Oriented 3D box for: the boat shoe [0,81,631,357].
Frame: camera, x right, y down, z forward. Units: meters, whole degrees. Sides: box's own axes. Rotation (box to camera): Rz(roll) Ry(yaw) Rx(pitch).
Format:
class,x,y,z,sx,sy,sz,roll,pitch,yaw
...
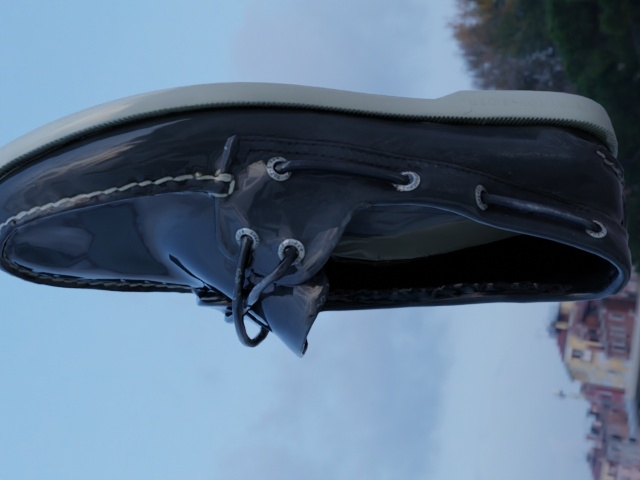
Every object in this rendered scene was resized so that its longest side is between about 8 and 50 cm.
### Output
class,x,y,z,sx,sy,sz,roll,pitch,yaw
boat shoe,0.000,0.002,0.482,0.127,0.340,0.113,113,151,-56
